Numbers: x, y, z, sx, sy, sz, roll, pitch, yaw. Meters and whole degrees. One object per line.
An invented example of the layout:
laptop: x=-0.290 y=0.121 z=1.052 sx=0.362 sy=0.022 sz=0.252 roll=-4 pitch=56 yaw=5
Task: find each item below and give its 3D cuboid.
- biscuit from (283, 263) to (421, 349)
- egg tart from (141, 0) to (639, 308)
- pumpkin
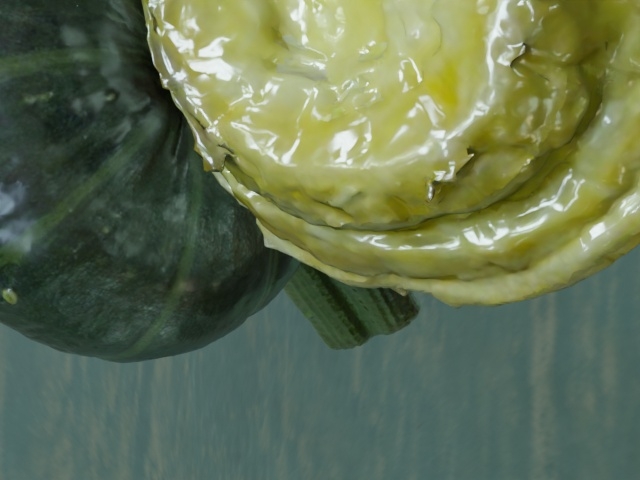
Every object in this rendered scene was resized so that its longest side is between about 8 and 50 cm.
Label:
biscuit: x=0.000 y=0.000 z=1.428 sx=0.099 sy=0.322 sz=0.038 roll=-24 pitch=55 yaw=6
egg tart: x=0.028 y=-0.109 z=0.706 sx=0.290 sy=0.115 sz=0.290 roll=7 pitch=105 yaw=26
pumpkin: x=-0.132 y=-0.075 z=1.081 sx=0.300 sy=0.207 sz=0.300 roll=13 pitch=70 yaw=-37
